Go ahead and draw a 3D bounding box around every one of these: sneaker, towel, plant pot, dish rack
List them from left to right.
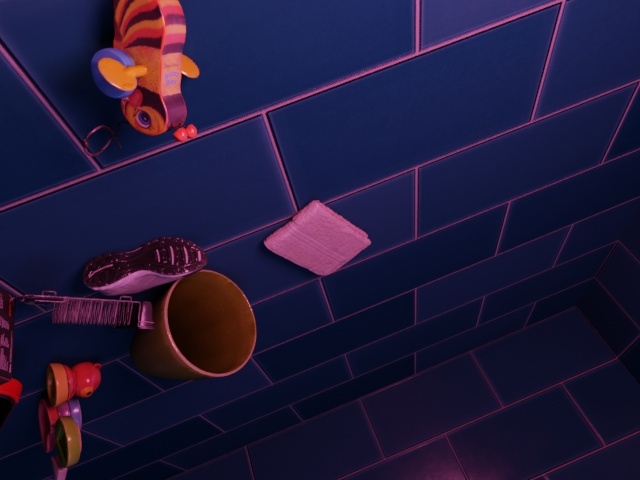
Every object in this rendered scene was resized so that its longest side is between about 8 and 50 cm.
[{"bbox_3d":[-0.539,0.163,1.057,0.272,0.074,0.208,12,163,-36],"label":"dish rack"},{"bbox_3d":[-0.402,0.067,1.086,0.272,0.100,0.108,-11,152,-7],"label":"sneaker"},{"bbox_3d":[-0.372,0.258,1.226,0.293,0.274,0.275,-28,147,33],"label":"plant pot"},{"bbox_3d":[0.000,0.000,1.264,0.187,0.049,0.282,-38,141,17],"label":"towel"}]

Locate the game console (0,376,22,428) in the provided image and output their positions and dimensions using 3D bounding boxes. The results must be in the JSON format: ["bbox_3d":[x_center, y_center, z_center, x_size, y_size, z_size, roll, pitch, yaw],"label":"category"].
[{"bbox_3d":[-0.967,0.438,1.129,0.342,0.060,0.386,18,126,-37],"label":"game console"}]

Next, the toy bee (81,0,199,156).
[{"bbox_3d":[-0.253,-0.236,0.717,0.195,0.162,0.298,-56,175,-37],"label":"toy bee"}]

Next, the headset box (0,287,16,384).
[{"bbox_3d":[-0.743,0.151,0.878,0.110,0.218,0.293,-25,145,0],"label":"headset box"}]

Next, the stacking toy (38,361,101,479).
[{"bbox_3d":[-0.708,0.522,1.338,0.130,0.279,0.309,-4,140,-43],"label":"stacking toy"}]
